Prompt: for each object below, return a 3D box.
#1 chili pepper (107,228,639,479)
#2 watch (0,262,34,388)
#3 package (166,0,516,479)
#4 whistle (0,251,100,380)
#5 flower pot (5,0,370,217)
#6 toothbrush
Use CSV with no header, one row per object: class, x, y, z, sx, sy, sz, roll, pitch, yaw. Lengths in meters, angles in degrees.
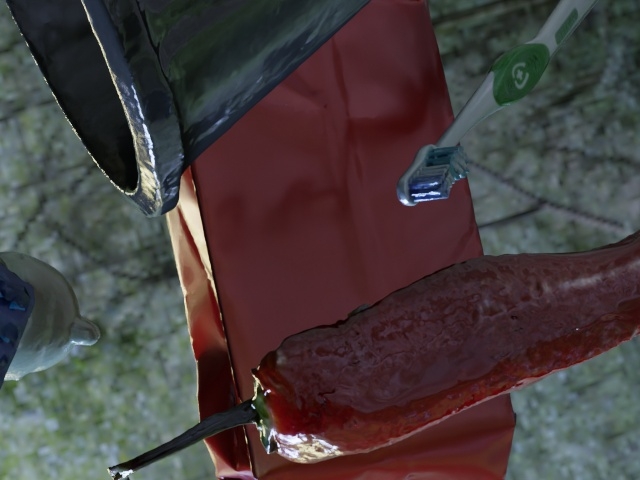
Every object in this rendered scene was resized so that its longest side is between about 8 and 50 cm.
chili pepper,0.054,0.033,0.537,0.059,0.268,0.050,80,168,-53
watch,-0.148,0.165,0.533,0.274,0.068,0.276,-59,32,5
package,0.000,-0.001,1.032,0.123,0.196,0.424,169,90,-72
whistle,-0.247,0.043,1.044,0.110,0.244,0.092,15,91,46
flower pot,-0.070,-0.162,0.752,0.269,0.166,0.269,58,168,20
toothbrush,0.116,-0.101,0.946,0.030,0.304,0.030,15,127,21
